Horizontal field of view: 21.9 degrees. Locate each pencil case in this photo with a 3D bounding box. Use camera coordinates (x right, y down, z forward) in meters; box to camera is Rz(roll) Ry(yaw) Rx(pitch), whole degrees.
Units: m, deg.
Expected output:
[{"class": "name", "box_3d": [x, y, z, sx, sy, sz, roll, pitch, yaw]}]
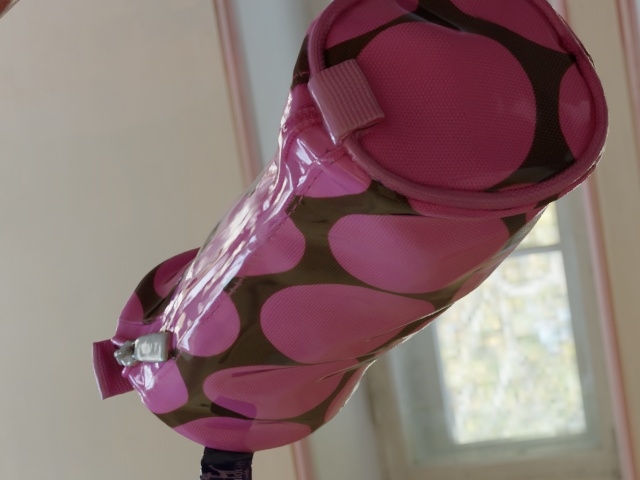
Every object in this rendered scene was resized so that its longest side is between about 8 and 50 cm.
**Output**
[{"class": "pencil case", "box_3d": [0.000, 0.000, 0.517, 0.098, 0.095, 0.209, 1, 152, -23]}]

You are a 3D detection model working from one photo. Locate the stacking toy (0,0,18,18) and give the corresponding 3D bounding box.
[{"class": "stacking toy", "box_3d": [-0.148, -0.160, 0.380, 0.279, 0.130, 0.309, 13, -147, 3]}]
